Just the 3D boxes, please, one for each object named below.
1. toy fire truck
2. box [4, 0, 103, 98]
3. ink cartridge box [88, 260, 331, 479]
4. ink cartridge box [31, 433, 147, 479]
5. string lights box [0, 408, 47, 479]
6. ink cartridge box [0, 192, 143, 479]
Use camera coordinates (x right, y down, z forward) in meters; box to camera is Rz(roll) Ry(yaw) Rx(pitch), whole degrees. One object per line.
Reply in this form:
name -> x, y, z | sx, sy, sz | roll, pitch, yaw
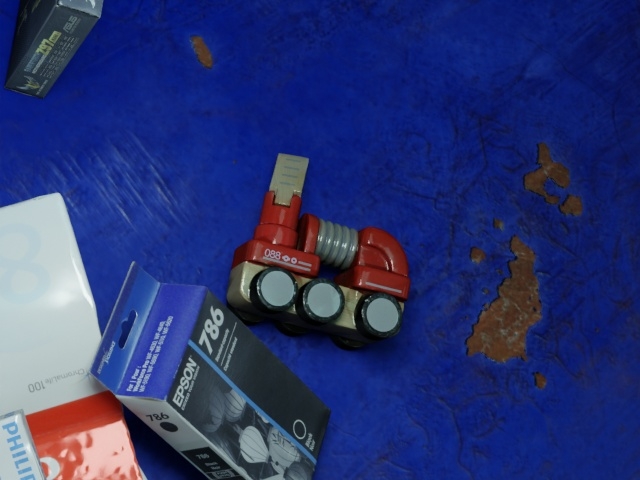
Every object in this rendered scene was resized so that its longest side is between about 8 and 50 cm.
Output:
toy fire truck -> 0.000, 0.000, 2.173 | 0.217, 0.158, 0.246 | 15, 74, -17
box -> -0.318, -0.305, 2.094 | 0.059, 0.232, 0.183 | 14, 64, -21
ink cartridge box -> -0.119, 0.178, 1.982 | 0.333, 0.065, 0.165 | 45, 47, -34
ink cartridge box -> -0.269, 0.274, 1.968 | 0.104, 0.060, 0.180 | -27, 80, -30
string lights box -> -0.422, 0.286, 1.823 | 0.259, 0.077, 0.133 | -18, 91, -9
ink cartridge box -> -0.383, 0.170, 1.894 | 0.308, 0.091, 0.385 | -16, 74, -9
